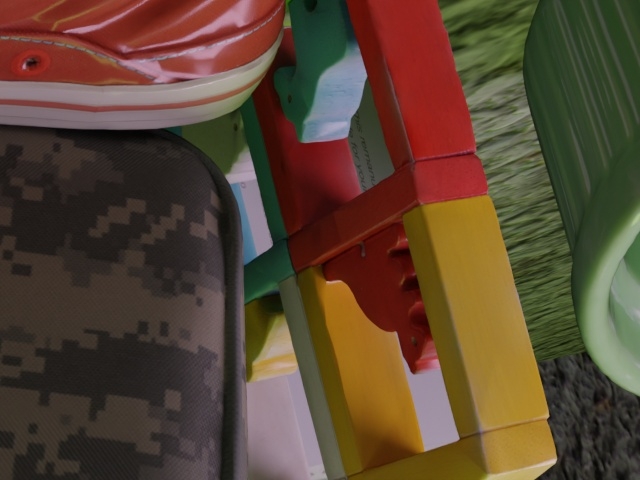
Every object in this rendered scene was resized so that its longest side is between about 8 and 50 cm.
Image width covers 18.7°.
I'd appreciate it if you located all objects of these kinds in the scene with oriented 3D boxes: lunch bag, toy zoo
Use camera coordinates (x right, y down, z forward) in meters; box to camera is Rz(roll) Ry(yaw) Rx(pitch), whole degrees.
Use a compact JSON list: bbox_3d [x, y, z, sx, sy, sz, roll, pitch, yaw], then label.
[{"bbox_3d":[-0.194,0.087,0.635,0.305,0.213,0.256,9,135,-13],"label":"lunch bag"},{"bbox_3d":[0.000,0.000,0.704,0.030,0.293,0.192,-9,169,-28],"label":"toy zoo"}]

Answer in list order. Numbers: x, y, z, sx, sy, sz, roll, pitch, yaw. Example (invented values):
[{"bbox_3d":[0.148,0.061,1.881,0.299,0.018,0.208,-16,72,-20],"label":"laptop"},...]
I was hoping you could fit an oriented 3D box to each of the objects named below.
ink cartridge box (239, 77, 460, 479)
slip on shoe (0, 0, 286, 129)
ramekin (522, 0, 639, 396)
[{"bbox_3d":[-0.046,0.016,0.935,0.131,0.226,0.306,-18,169,26],"label":"ink cartridge box"},{"bbox_3d":[-0.156,-0.092,0.567,0.331,0.123,0.101,-4,135,-27],"label":"slip on shoe"},{"bbox_3d":[0.238,-0.064,0.866,0.303,0.148,0.303,-12,148,-8],"label":"ramekin"}]
